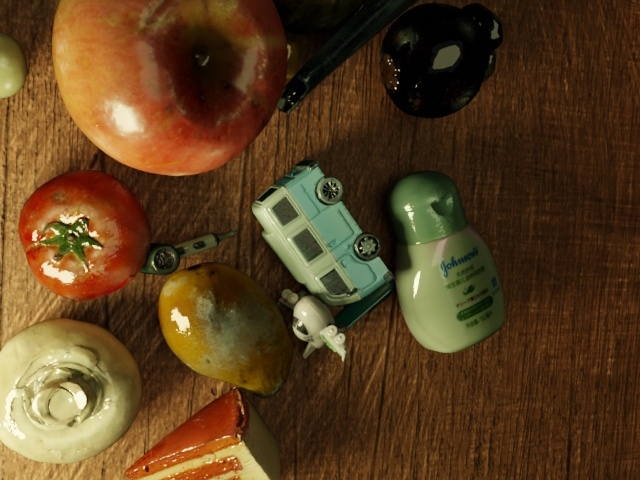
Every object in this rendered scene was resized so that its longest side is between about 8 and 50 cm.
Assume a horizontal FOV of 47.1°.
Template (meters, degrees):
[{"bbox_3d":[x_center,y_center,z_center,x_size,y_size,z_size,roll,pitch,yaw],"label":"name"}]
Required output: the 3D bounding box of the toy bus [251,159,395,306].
[{"bbox_3d":[0.000,0.000,1.367,0.165,0.133,0.271,-37,103,-8],"label":"toy bus"}]

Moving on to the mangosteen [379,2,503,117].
[{"bbox_3d":[0.224,-0.338,1.372,0.243,0.243,0.242,-2,95,-20],"label":"mangosteen"}]

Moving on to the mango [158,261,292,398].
[{"bbox_3d":[-0.158,0.167,1.319,0.193,0.146,0.316,-44,117,-7],"label":"mango"}]

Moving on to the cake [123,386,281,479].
[{"bbox_3d":[-0.198,0.416,1.317,0.262,0.160,0.158,-37,109,-12],"label":"cake"}]

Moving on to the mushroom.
[{"bbox_3d":[-0.420,0.248,1.201,0.246,0.202,0.245,1,87,-13],"label":"mushroom"}]

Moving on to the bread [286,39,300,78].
[{"bbox_3d":[-0.103,-0.337,1.339,0.132,0.053,0.074,9,92,-19],"label":"bread"}]

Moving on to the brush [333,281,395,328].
[{"bbox_3d":[0.075,0.142,1.456,0.193,0.043,0.032,-42,139,-6],"label":"brush"}]

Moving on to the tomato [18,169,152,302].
[{"bbox_3d":[-0.394,-0.009,1.205,0.225,0.085,0.224,0,87,1],"label":"tomato"}]

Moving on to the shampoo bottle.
[{"bbox_3d":[0.235,0.032,1.444,0.222,0.151,0.349,-23,101,-21],"label":"shampoo bottle"}]

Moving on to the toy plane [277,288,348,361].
[{"bbox_3d":[-0.013,0.159,1.357,0.080,0.174,0.174,-43,107,-18],"label":"toy plane"}]

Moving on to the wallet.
[{"bbox_3d":[0.073,-0.376,1.325,0.379,0.191,0.046,-45,93,-14],"label":"wallet"}]

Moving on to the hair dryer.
[{"bbox_3d":[-0.230,0.011,1.314,0.198,0.100,0.056,-22,103,-32],"label":"hair dryer"}]

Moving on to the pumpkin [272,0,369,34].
[{"bbox_3d":[-0.024,-0.515,1.269,0.321,0.192,0.320,1,87,-26],"label":"pumpkin"}]

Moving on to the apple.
[{"bbox_3d":[-0.242,-0.286,1.149,0.364,0.364,0.363,-2,95,-20],"label":"apple"}]

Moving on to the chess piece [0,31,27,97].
[{"bbox_3d":[-0.587,-0.265,1.133,0.252,0.144,0.144,-14,100,-23],"label":"chess piece"}]
